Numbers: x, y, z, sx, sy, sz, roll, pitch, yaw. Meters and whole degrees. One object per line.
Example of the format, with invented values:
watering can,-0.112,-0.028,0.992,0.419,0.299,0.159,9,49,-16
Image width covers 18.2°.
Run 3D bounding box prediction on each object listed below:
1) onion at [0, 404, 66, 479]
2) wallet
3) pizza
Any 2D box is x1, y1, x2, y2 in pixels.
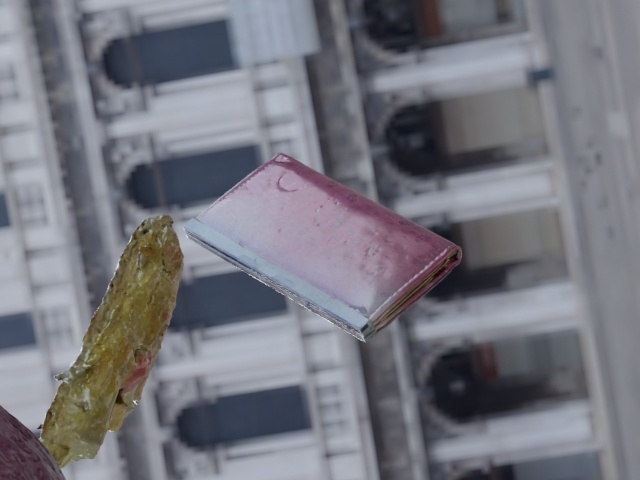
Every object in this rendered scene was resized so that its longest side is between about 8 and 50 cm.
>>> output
onion,-0.317,0.196,1.546,0.159,0.267,0.349,-35,71,65
wallet,0.000,0.000,1.672,0.232,0.119,0.025,29,150,42
pizza,-0.223,0.150,2.099,0.280,0.075,0.288,106,-172,-50
